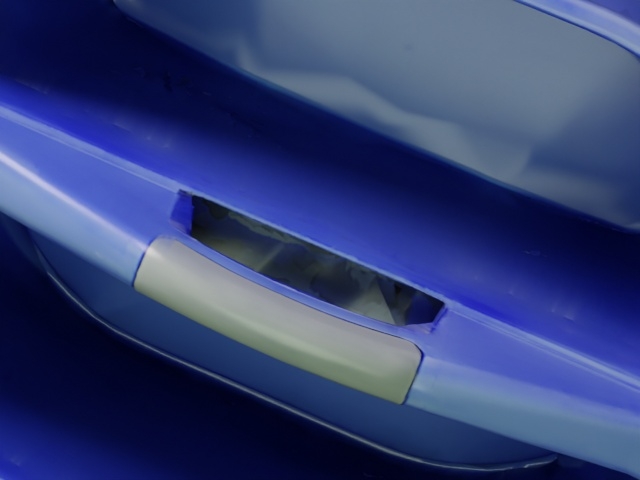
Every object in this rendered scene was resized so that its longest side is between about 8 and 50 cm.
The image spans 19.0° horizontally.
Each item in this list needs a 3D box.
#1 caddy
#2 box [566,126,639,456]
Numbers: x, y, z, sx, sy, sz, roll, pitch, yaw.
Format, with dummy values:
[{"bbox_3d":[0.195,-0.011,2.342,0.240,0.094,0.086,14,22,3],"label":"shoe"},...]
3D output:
[{"bbox_3d":[0.000,0.000,0.660,0.341,0.179,0.241,23,112,2],"label":"caddy"},{"bbox_3d":[0.176,0.046,0.749,0.201,0.021,0.164,37,111,-2],"label":"box"}]
